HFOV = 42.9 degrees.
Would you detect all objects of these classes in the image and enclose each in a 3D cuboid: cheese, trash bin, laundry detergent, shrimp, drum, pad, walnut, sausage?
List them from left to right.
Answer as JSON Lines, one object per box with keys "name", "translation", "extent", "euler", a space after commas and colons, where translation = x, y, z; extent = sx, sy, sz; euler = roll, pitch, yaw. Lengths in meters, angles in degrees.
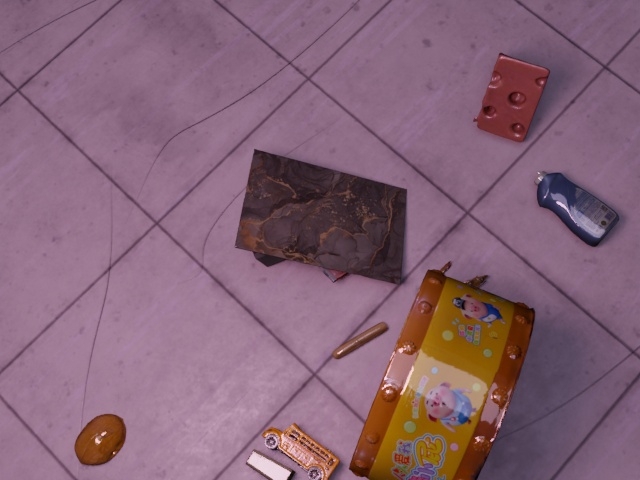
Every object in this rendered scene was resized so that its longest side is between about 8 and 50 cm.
{"name": "walnut", "translation": [-0.462, 0.411, 1.694], "extent": [0.091, 0.052, 0.121], "euler": [36, 75, 15]}
{"name": "trash bin", "translation": [-0.102, 0.463, 1.658], "extent": [0.092, 0.061, 0.043], "euler": [29, 76, 13]}
{"name": "pad", "translation": [0.012, -0.052, 1.763], "extent": [0.367, 0.007, 0.248], "euler": [14, 61, -12]}
{"name": "sausage", "translation": [0.084, 0.214, 1.749], "extent": [0.132, 0.024, 0.024], "euler": [-30, 74, -8]}
{"name": "drum", "translation": [0.222, 0.279, 1.520], "extent": [0.214, 0.431, 0.431], "euler": [22, 75, 9]}
{"name": "shrimp", "translation": [0.307, 0.079, 1.784], "extent": [0.114, 0.023, 0.083], "euler": [-22, 70, -1]}
{"name": "cheese", "translation": [0.444, -0.363, 1.856], "extent": [0.128, 0.203, 0.177], "euler": [18, 45, 10]}
{"name": "laundry detergent", "translation": [0.553, -0.082, 1.804], "extent": [0.206, 0.061, 0.096], "euler": [42, 81, 14]}

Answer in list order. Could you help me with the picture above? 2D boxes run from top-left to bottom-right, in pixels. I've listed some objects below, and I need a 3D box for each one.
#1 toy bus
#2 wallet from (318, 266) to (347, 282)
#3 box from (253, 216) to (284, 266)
{"name": "toy bus", "translation": [-0.041, 0.427, 1.663], "extent": [0.162, 0.069, 0.074], "euler": [35, 76, 11]}
{"name": "wallet", "translation": [0.000, 0.000, 1.801], "extent": [0.103, 0.020, 0.196], "euler": [-29, 71, -36]}
{"name": "box", "translation": [-0.109, 0.007, 1.776], "extent": [0.069, 0.122, 0.084], "euler": [-26, 71, 6]}
